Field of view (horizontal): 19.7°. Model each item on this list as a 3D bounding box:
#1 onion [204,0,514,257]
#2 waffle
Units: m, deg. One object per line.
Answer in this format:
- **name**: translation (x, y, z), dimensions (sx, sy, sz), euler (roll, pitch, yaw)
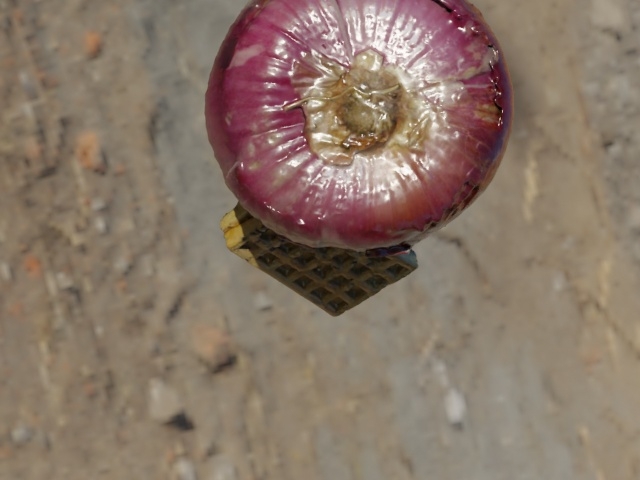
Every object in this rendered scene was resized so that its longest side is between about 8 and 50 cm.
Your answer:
- **onion**: translation (0.028, -0.098, 1.395), dimensions (0.163, 0.230, 0.230), euler (-113, -173, -88)
- **waffle**: translation (0.000, 0.001, 1.528), dimensions (0.148, 0.102, 0.042), euler (35, 35, -41)
